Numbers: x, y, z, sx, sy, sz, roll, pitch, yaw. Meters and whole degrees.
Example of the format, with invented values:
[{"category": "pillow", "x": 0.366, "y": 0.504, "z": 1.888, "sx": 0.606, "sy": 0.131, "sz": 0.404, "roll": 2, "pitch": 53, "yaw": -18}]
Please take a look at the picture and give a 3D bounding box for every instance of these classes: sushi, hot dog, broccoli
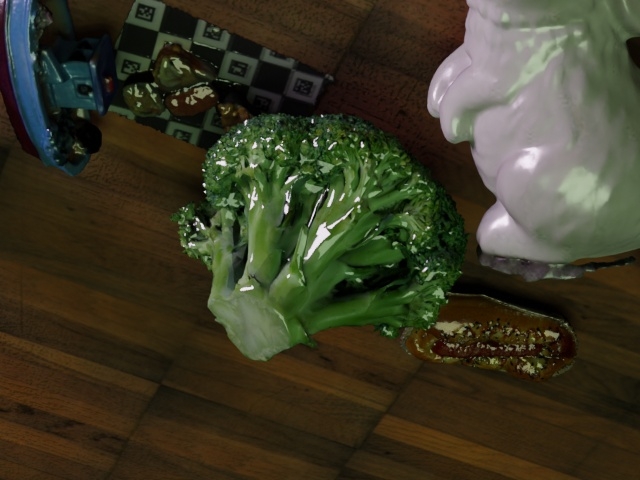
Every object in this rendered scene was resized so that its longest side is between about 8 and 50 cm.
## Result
[{"category": "sushi", "x": -0.103, "y": -0.132, "z": 1.253, "sx": 0.201, "sy": 0.031, "sz": 0.139, "roll": 21, "pitch": 128, "yaw": -15}, {"category": "hot dog", "x": 0.182, "y": 0.103, "z": 1.431, "sx": 0.191, "sy": 0.059, "sz": 0.108, "roll": 9, "pitch": 135, "yaw": -8}, {"category": "broccoli", "x": 0.000, "y": 0.000, "z": 1.242, "sx": 0.269, "sy": 0.241, "sz": 0.261, "roll": 49, "pitch": 140, "yaw": -13}]

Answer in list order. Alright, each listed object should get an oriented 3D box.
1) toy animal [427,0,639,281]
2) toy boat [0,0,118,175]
[{"category": "toy animal", "x": 0.215, "y": -0.150, "z": 1.136, "sx": 0.258, "sy": 0.194, "sz": 0.357, "roll": 2, "pitch": 124, "yaw": 14}, {"category": "toy boat", "x": -0.231, "y": -0.156, "z": 1.192, "sx": 0.097, "sy": 0.100, "sz": 0.223, "roll": 5, "pitch": 134, "yaw": 10}]
